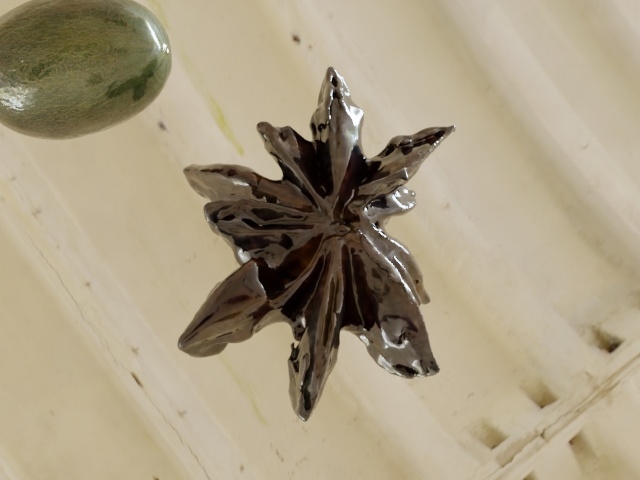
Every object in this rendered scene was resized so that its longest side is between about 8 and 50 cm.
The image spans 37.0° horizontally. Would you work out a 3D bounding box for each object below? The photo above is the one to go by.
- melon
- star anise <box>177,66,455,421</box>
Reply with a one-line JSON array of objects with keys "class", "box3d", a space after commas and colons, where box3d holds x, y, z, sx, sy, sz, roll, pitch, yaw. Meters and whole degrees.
[{"class": "melon", "box3d": [-0.199, -0.136, 0.753, 0.167, 0.114, 0.114, -14, -116, 8]}, {"class": "star anise", "box3d": [0.004, 0.003, 0.720, 0.212, 0.129, 0.282, 7, -121, -14]}]
